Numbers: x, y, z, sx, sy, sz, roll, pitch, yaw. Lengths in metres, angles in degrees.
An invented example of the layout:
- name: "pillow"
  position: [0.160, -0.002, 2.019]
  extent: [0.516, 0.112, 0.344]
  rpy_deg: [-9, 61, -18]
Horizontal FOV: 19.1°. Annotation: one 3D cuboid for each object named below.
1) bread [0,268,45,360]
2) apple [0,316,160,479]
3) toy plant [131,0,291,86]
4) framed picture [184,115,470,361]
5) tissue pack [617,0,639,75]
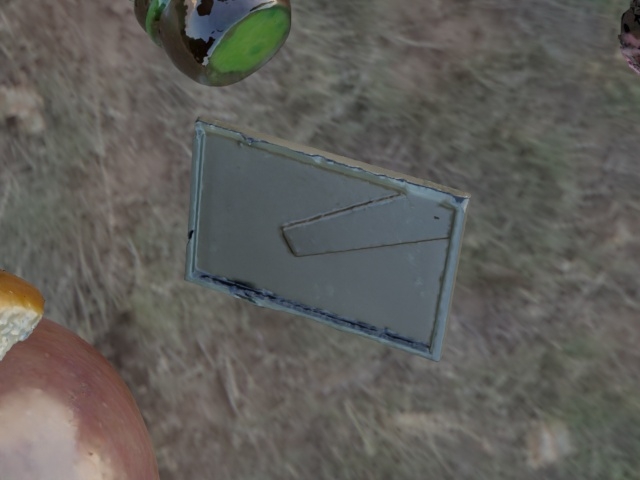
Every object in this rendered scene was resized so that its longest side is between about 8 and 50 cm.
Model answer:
- name: "bread"
  position: [-0.190, 0.056, 0.842]
  extent: [0.129, 0.126, 0.044]
  rpy_deg: [-13, 131, 28]
- name: "apple"
  position: [-0.243, 0.154, 1.085]
  extent: [0.305, 0.306, 0.235]
  rpy_deg: [2, 111, -12]
- name: "toy plant"
  position: [-0.091, -0.180, 1.246]
  extent: [0.093, 0.093, 0.162]
  rpy_deg: [-38, 64, -2]
- name: "framed picture"
  position: [0.000, 0.000, 1.852]
  extent: [0.281, 0.019, 0.209]
  rpy_deg: [18, 129, 11]
- name: "tissue pack"
  position: [0.312, -0.165, 1.029]
  extent: [0.123, 0.332, 0.245]
  rpy_deg: [36, 86, -18]
